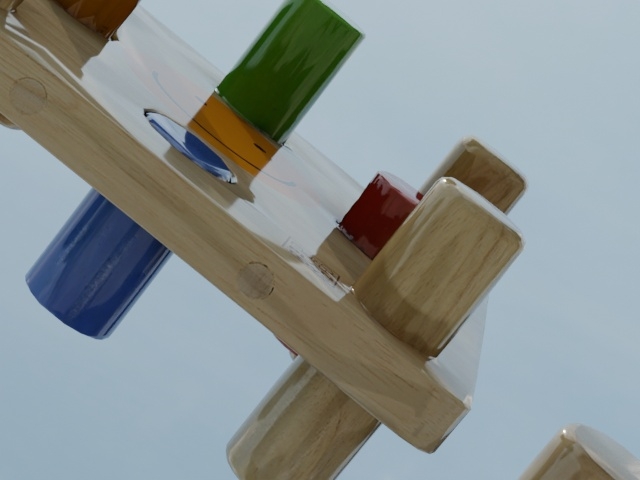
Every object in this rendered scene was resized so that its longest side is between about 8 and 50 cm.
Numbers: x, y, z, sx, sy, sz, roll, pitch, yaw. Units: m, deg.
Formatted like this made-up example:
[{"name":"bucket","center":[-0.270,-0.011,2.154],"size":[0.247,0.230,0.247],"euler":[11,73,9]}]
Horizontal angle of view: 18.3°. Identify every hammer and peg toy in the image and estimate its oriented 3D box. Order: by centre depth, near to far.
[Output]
[{"name":"hammer and peg toy","center":[0.000,0.000,0.737],"size":[0.361,0.266,0.127],"euler":[39,-80,1]}]
